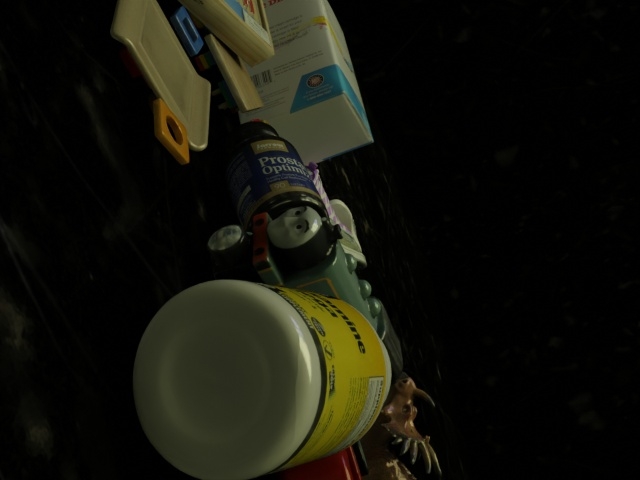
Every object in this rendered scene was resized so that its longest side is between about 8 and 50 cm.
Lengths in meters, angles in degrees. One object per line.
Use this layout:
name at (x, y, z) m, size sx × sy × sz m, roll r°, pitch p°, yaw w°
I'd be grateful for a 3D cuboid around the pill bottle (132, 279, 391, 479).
pill bottle at (-0.038, 0.144, 1.002) m, size 0.334 × 0.188 × 0.187 m, roll 18°, pitch 54°, yaw -69°

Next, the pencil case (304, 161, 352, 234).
pencil case at (-0.012, -0.057, 1.784) m, size 0.086 × 0.088 × 0.206 m, roll 34°, pitch -20°, yaw 41°

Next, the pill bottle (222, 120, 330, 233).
pill bottle at (-0.075, -0.079, 1.387) m, size 0.123 × 0.123 × 0.219 m, roll 60°, pitch 3°, yaw -45°

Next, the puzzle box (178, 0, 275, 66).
puzzle box at (-0.212, -0.477, 1.451) m, size 0.409 × 0.052 × 0.272 m, roll 35°, pitch 36°, yaw -56°

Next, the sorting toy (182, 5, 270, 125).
sorting toy at (-0.150, -0.259, 1.538) m, size 0.274 × 0.046 × 0.132 m, roll 63°, pitch 12°, yaw -7°

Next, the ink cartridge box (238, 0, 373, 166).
ink cartridge box at (-0.045, -0.303, 1.745) m, size 0.197 × 0.198 × 0.270 m, roll 49°, pitch 25°, yaw -61°

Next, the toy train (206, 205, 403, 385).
toy train at (-0.019, 0.094, 1.244) m, size 0.142 × 0.190 × 0.334 m, roll -95°, pitch 163°, yaw -51°

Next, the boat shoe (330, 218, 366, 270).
boat shoe at (-0.003, 0.000, 1.677) m, size 0.320 × 0.118 × 0.103 m, roll 29°, pitch 47°, yaw -64°

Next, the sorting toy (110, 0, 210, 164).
sorting toy at (-0.213, -0.227, 1.221) m, size 0.196 × 0.047 × 0.347 m, roll 57°, pitch 17°, yaw -37°

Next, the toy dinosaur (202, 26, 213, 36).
toy dinosaur at (-0.187, -0.380, 1.608) m, size 0.082 × 0.047 × 0.090 m, roll 90°, pitch -23°, yaw -65°

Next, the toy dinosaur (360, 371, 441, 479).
toy dinosaur at (0.103, 0.361, 1.366) m, size 0.127 × 0.200 × 0.295 m, roll -78°, pitch 148°, yaw -69°

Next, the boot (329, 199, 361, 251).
boot at (0.039, -0.040, 2.087) m, size 0.190 × 0.069 × 0.086 m, roll 71°, pitch 1°, yaw -46°

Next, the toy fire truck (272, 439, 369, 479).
toy fire truck at (-0.003, 0.351, 1.091) m, size 0.246 × 0.159 × 0.217 m, roll 61°, pitch 12°, yaw -85°

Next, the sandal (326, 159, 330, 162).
sandal at (-0.034, -0.251, 2.145) m, size 0.179 × 0.040 × 0.067 m, roll 56°, pitch 7°, yaw -3°
